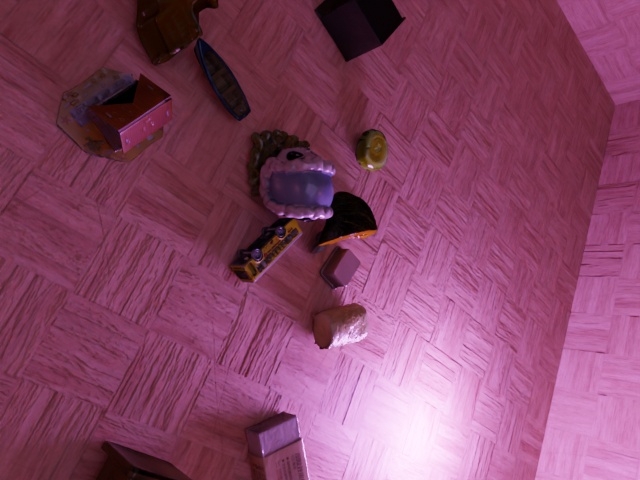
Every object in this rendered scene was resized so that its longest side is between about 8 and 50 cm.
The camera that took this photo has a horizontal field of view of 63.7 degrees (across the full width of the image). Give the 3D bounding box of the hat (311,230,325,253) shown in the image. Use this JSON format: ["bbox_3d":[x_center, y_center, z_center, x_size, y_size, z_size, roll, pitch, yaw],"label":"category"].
[{"bbox_3d":[-0.003,0.001,1.575,0.087,0.058,0.042,-40,71,-11],"label":"hat"}]

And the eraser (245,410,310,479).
[{"bbox_3d":[-0.109,0.665,1.426,0.144,0.078,0.343,-11,94,-40],"label":"eraser"}]

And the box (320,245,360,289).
[{"bbox_3d":[0.066,0.085,1.613,0.089,0.062,0.122,49,59,-27],"label":"box"}]

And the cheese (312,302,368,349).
[{"bbox_3d":[0.064,0.263,1.581,0.167,0.094,0.123,-6,90,-40],"label":"cheese"}]

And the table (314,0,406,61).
[{"bbox_3d":[0.128,-0.721,1.640,0.193,0.169,0.172,50,58,-25],"label":"table"}]

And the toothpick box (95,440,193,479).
[{"bbox_3d":[-0.433,0.623,1.096,0.187,0.190,0.308,39,68,-34],"label":"toothpick box"}]

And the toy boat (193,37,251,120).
[{"bbox_3d":[-0.265,-0.423,1.361,0.080,0.046,0.229,-50,123,-28],"label":"toy boat"}]

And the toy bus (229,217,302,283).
[{"bbox_3d":[-0.151,0.019,1.429,0.226,0.081,0.074,-48,122,-35],"label":"toy bus"}]

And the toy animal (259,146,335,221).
[{"bbox_3d":[-0.045,-0.154,1.413,0.208,0.156,0.204,1,98,-38],"label":"toy animal"}]

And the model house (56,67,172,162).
[{"bbox_3d":[-0.448,-0.284,1.154,0.219,0.136,0.207,-46,118,-32],"label":"model house"}]

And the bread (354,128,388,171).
[{"bbox_3d":[0.168,-0.299,1.713,0.130,0.071,0.139,-4,92,-37],"label":"bread"}]

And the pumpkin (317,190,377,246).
[{"bbox_3d":[0.089,-0.085,1.577,0.278,0.111,0.163,-11,82,-52],"label":"pumpkin"}]

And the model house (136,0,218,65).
[{"bbox_3d":[-0.311,-0.566,1.218,0.173,0.239,0.268,-2,90,-44],"label":"model house"}]

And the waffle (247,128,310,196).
[{"bbox_3d":[-0.109,-0.217,1.488,0.223,0.054,0.204,4,85,-39],"label":"waffle"}]
